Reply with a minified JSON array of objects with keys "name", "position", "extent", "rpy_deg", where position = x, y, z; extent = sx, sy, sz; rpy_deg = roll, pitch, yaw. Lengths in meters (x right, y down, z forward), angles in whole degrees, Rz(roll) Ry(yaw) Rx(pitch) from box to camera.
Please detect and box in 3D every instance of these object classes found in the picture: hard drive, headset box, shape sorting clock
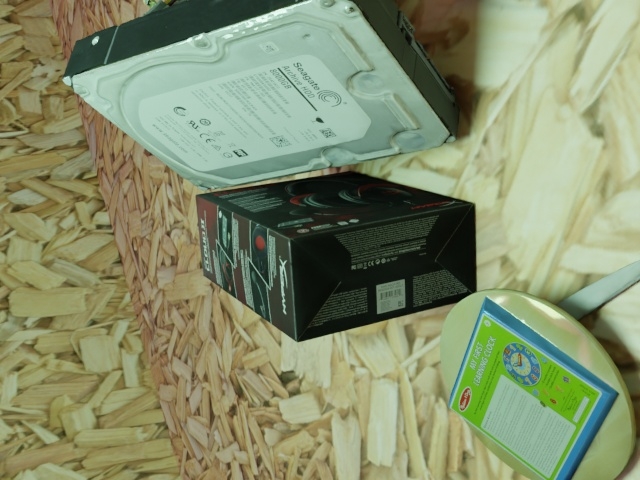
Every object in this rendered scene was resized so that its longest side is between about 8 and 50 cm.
[{"name":"hard drive","position":[-0.059,-0.151,0.821],"extent":[0.339,0.237,0.064],"rpy_deg":[-8,59,31]},{"name":"headset box","position":[0.000,0.000,0.918],"extent":[0.293,0.218,0.110],"rpy_deg":[24,121,60]},{"name":"shape sorting clock","position":[0.193,0.137,0.745],"extent":[0.206,0.040,0.206],"rpy_deg":[28,133,34]}]

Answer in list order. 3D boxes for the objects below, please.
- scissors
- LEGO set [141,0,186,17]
[{"name":"scissors","position":[0.207,0.069,0.748],"extent":[0.109,0.021,0.297],"rpy_deg":[61,150,32]},{"name":"LEGO set","position":[-0.098,-0.281,0.932],"extent":[0.192,0.255,0.331],"rpy_deg":[37,158,-4]}]
